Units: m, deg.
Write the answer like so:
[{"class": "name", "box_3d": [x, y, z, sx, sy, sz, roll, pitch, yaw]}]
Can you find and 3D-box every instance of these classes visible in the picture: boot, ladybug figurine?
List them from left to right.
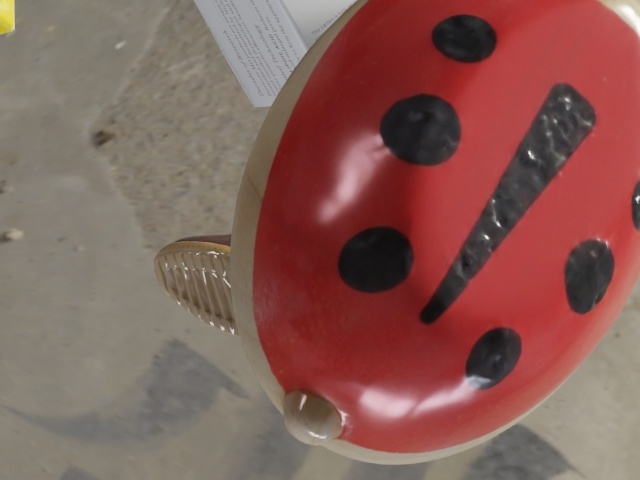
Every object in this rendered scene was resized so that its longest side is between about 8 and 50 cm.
[{"class": "boot", "box_3d": [0.000, 0.000, 1.403, 0.207, 0.248, 0.090, -57, 149, -49]}, {"class": "ladybug figurine", "box_3d": [0.115, -0.038, 1.127, 0.305, 0.162, 0.449, 38, 65, -13]}]

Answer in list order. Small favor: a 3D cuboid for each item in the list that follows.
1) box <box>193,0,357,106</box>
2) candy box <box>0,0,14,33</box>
[{"class": "box", "box_3d": [-0.004, -0.229, 1.271, 0.181, 0.119, 0.182, -41, 115, -26]}, {"class": "candy box", "box_3d": [-0.258, -0.148, 0.826, 0.105, 0.206, 0.027, -14, 69, 18]}]
